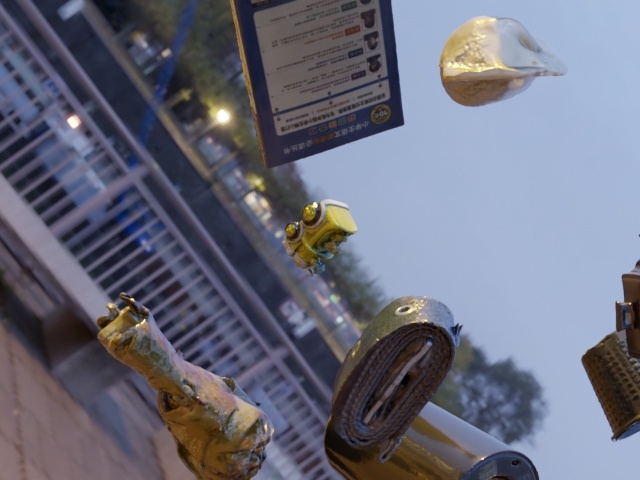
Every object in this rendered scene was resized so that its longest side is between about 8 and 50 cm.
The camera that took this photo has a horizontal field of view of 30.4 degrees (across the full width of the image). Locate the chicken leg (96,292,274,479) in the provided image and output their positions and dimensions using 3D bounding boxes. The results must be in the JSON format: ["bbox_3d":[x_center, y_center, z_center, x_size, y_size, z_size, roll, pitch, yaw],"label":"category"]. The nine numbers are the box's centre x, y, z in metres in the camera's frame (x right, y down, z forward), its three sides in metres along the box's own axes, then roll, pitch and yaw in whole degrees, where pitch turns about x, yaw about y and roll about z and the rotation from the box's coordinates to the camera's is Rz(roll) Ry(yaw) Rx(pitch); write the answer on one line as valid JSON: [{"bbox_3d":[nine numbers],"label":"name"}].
[{"bbox_3d":[-0.215,0.243,1.852,0.201,0.153,0.429,4,-39,42],"label":"chicken leg"}]

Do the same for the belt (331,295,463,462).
[{"bbox_3d":[0.097,0.169,1.581,0.122,0.218,0.128,31,22,-9],"label":"belt"}]

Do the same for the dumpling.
[{"bbox_3d":[0.245,-0.239,1.581,0.166,0.126,0.216,7,-2,20],"label":"dumpling"}]

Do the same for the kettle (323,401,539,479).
[{"bbox_3d":[0.174,0.368,1.827,0.308,0.203,0.262,28,-15,51],"label":"kettle"}]

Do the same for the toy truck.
[{"bbox_3d":[0.000,0.000,1.665,0.076,0.111,0.077,10,42,-48],"label":"toy truck"}]

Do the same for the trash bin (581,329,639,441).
[{"bbox_3d":[0.539,0.240,2.042,0.161,0.175,0.175,59,1,22],"label":"trash bin"}]

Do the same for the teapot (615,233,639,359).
[{"bbox_3d":[0.298,0.062,1.005,0.087,0.096,0.177,-169,-105,-82],"label":"teapot"}]

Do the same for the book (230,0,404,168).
[{"bbox_3d":[0.000,-0.351,2.179,0.039,0.300,0.428,-122,-162,-49],"label":"book"}]
